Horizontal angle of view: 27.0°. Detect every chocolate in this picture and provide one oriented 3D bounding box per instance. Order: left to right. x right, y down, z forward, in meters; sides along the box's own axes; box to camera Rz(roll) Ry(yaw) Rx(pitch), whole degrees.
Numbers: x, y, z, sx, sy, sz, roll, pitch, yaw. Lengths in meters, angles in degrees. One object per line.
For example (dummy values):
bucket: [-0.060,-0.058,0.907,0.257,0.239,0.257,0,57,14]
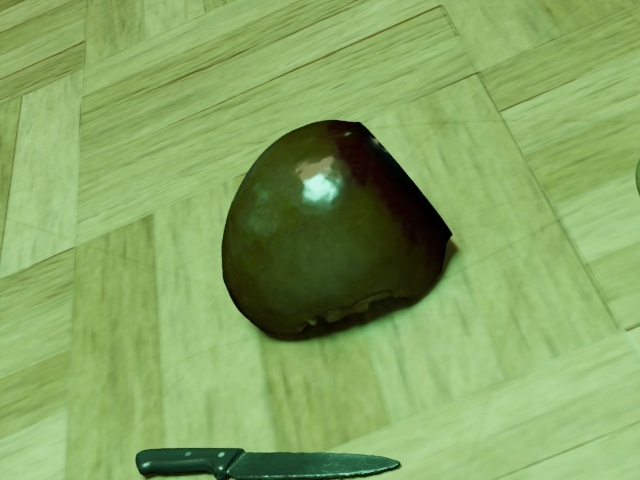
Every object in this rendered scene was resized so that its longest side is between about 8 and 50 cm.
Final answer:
chocolate: [0.000,0.000,0.818,0.133,0.127,0.124,-43,3,-2]

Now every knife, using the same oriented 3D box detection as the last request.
knife: [-0.033,0.123,0.733,0.170,0.010,0.023,-5,37,28]

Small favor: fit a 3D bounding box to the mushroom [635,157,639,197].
mushroom: [0.208,-0.034,0.717,0.088,0.073,0.129,15,15,29]
